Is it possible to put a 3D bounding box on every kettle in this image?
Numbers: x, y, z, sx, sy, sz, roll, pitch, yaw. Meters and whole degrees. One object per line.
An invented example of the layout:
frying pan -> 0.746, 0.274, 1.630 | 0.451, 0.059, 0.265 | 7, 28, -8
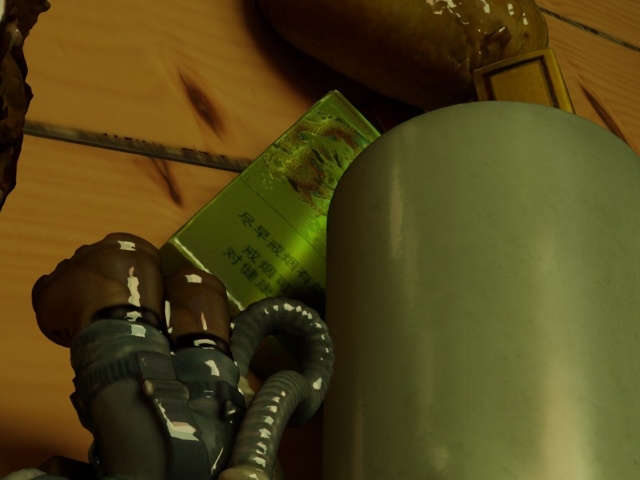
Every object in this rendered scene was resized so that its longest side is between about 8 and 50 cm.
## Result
kettle -> 0.128, 0.159, 0.964 | 0.376, 0.250, 0.361 | -85, 165, -46

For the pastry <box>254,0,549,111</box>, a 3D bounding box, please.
pastry -> 0.084, -0.258, 1.512 | 0.356, 0.164, 0.356 | 24, 21, -9

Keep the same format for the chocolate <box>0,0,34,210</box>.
chocolate -> -0.221, -0.098, 0.827 | 0.206, 0.177, 0.224 | -4, 82, -53

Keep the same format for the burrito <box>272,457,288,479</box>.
burrito -> -0.038, 0.173, 0.934 | 0.058, 0.045, 0.188 | 3, 50, -43

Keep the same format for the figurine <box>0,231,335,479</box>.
figurine -> -0.092, 0.183, 0.706 | 0.261, 0.186, 0.382 | 18, 42, -33

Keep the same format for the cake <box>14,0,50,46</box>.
cake -> -0.293, -0.303, 1.004 | 0.282, 0.256, 0.290 | 24, 38, -37

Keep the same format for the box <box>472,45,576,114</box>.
box -> 0.237, -0.017, 1.370 | 0.301, 0.084, 0.193 | 57, 18, -52

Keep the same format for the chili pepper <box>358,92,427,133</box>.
chili pepper -> 0.129, -0.017, 1.402 | 0.137, 0.092, 0.368 | 9, 34, -18

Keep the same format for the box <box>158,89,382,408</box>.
box -> 0.000, 0.000, 1.178 | 0.173, 0.043, 0.311 | 45, 37, -3
